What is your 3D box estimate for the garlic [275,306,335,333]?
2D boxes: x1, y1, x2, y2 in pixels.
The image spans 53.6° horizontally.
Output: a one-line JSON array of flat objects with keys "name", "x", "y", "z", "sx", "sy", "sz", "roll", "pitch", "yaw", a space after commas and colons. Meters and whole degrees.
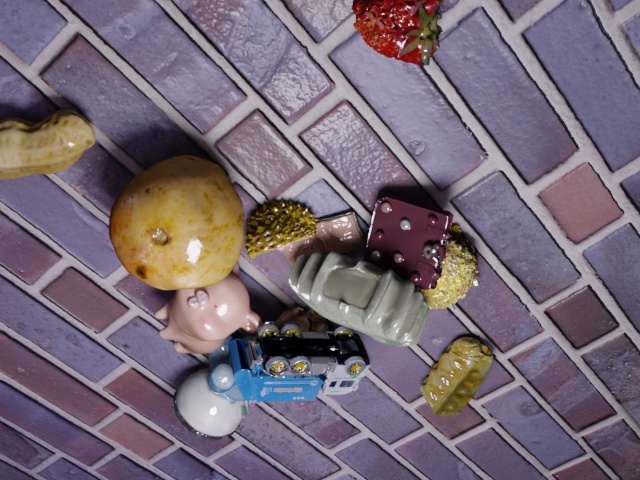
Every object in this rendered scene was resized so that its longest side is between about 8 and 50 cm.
[{"name": "garlic", "x": -0.042, "y": 0.300, "z": 1.848, "sx": 0.214, "sy": 0.160, "sz": 0.191, "roll": 30, "pitch": 119, "yaw": -19}]

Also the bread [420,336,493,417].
[{"name": "bread", "x": 0.423, "y": 0.411, "z": 1.947, "sx": 0.152, "sy": 0.130, "sz": 0.268, "roll": 21, "pitch": 121, "yaw": -8}]

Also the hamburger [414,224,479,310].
[{"name": "hamburger", "x": 0.314, "y": 0.094, "z": 1.719, "sx": 0.243, "sy": 0.139, "sz": 0.262, "roll": -22, "pitch": 121, "yaw": 14}]

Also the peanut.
[{"name": "peanut", "x": -0.681, "y": -0.226, "z": 1.502, "sx": 0.305, "sy": 0.147, "sz": 0.147, "roll": -7, "pitch": 124, "yaw": 3}]

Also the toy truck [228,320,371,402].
[{"name": "toy truck", "x": -0.059, "y": 0.323, "z": 1.677, "sx": 0.367, "sy": 0.146, "sz": 0.175, "roll": 5, "pitch": 126, "yaw": -20}]

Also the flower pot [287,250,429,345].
[{"name": "flower pot", "x": 0.088, "y": 0.147, "z": 1.636, "sx": 0.367, "sy": 0.165, "sz": 0.254, "roll": 18, "pitch": 164, "yaw": 27}]

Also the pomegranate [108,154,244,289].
[{"name": "pomegranate", "x": -0.328, "y": -0.034, "z": 1.540, "sx": 0.342, "sy": 0.342, "sz": 0.343, "roll": 0, "pitch": 125, "yaw": 0}]

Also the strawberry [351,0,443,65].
[{"name": "strawberry", "x": 0.161, "y": -0.468, "z": 1.325, "sx": 0.201, "sy": 0.187, "sz": 0.184, "roll": 20, "pitch": 93, "yaw": 25}]

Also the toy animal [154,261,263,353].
[{"name": "toy animal", "x": -0.311, "y": 0.200, "z": 1.731, "sx": 0.269, "sy": 0.237, "sz": 0.326, "roll": -23, "pitch": 162, "yaw": -8}]

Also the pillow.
[{"name": "pillow", "x": 0.000, "y": 0.000, "z": 1.716, "sx": 0.232, "sy": 0.043, "sz": 0.126, "roll": -16, "pitch": 118, "yaw": 13}]

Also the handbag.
[{"name": "handbag", "x": 0.221, "y": 0.004, "z": 1.603, "sx": 0.216, "sy": 0.074, "sz": 0.203, "roll": 21, "pitch": 107, "yaw": 31}]

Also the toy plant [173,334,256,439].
[{"name": "toy plant", "x": -0.270, "y": 0.405, "z": 1.889, "sx": 0.247, "sy": 0.247, "sz": 0.332, "roll": 26, "pitch": 117, "yaw": -17}]

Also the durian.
[{"name": "durian", "x": -0.117, "y": -0.020, "z": 1.654, "sx": 0.182, "sy": 0.165, "sz": 0.132, "roll": 7, "pitch": 156, "yaw": 31}]
